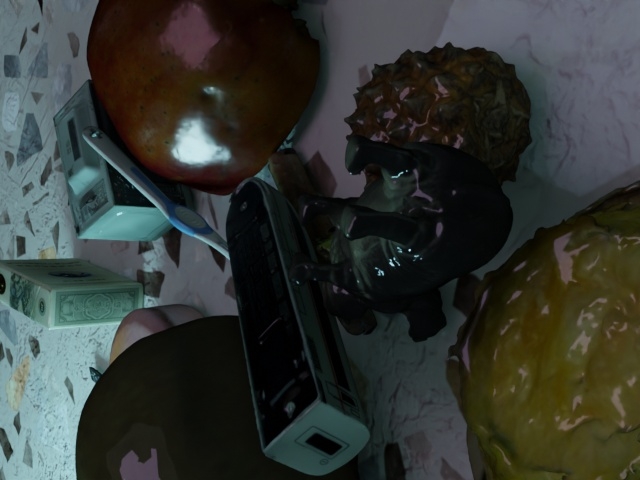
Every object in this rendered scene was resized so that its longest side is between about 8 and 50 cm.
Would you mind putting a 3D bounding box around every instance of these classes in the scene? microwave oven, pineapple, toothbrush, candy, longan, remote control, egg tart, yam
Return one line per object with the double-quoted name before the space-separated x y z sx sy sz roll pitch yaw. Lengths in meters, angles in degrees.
"microwave oven" -0.296 -0.117 1.288 0.122 0.162 0.208 -32 66 38
"pineapple" 0.099 -0.107 0.828 0.193 0.166 0.166 6 98 52
"toothbrush" -0.185 -0.034 1.159 0.386 0.040 0.040 43 127 10
"candy" -0.225 0.213 1.279 0.255 0.094 0.255 5 97 49
"longan" -0.105 0.267 0.983 0.361 0.361 0.361 5 97 49
"remote control" -0.387 0.252 1.535 0.091 0.016 0.034 21 124 47
"egg tart" 0.218 0.101 0.644 0.345 0.132 0.345 -27 52 41
"yam" 0.000 0.000 1.036 0.046 0.046 0.264 -48 56 40

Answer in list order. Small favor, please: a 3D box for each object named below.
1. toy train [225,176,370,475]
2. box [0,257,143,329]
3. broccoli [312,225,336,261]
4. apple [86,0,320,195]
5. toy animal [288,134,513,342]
"toy train" -0.035 0.064 0.930 0.086 0.088 0.407 -46 33 20
"box" -0.436 0.086 1.465 0.256 0.164 0.069 14 101 49
"broccoli" 0.040 0.005 0.953 0.097 0.092 0.095 49 149 21
"apple" -0.150 -0.251 1.141 0.329 0.295 0.365 50 142 -15
"toy animal" 0.058 0.012 0.773 0.343 0.168 0.106 99 177 -71
